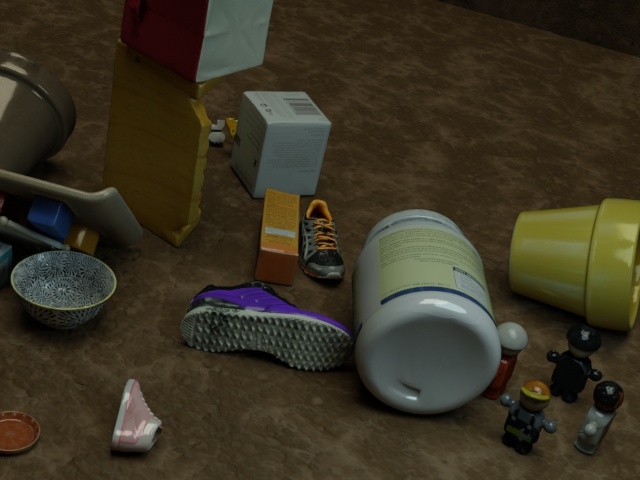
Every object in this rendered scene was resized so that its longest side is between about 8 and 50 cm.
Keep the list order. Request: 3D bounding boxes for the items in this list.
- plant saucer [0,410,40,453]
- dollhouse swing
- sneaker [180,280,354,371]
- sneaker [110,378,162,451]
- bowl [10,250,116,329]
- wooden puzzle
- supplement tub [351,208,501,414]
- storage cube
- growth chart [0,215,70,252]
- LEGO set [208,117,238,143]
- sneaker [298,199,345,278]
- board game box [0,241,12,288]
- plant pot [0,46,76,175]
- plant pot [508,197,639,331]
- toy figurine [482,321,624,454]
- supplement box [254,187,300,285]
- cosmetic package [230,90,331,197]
[{"bbox_3d":[-0.448,0.278,1.525,0.084,0.013,0.083,10,31,-6],"label":"plant saucer"},{"bbox_3d":[-0.253,-0.234,2.104,0.315,0.346,0.305,31,35,28],"label":"dollhouse swing"},{"bbox_3d":[-0.082,0.128,1.813,0.293,0.102,0.146,11,30,-2],"label":"sneaker"},{"bbox_3d":[-0.268,0.265,1.578,0.070,0.051,0.134,11,34,-6],"label":"sneaker"},{"bbox_3d":[-0.430,0.095,1.763,0.170,0.080,0.170,10,31,-6],"label":"bowl"},{"bbox_3d":[-0.506,-0.048,1.837,0.348,0.080,0.322,10,-14,2],"label":"wooden puzzle"},{"bbox_3d":[0.172,0.111,1.804,0.236,0.235,0.324,9,31,-5],"label":"supplement tub"},{"bbox_3d":[-0.218,-0.414,1.895,0.193,0.183,0.215,31,35,26],"label":"storage cube"},{"bbox_3d":[-0.564,-0.017,1.833,0.237,0.021,0.172,7,-15,32],"label":"growth chart"},{"bbox_3d":[-0.157,-0.226,2.393,0.227,0.093,0.087,1,1,-9],"label":"LEGO set"},{"bbox_3d":[0.000,0.000,2.071,0.084,0.083,0.215,2,34,-19],"label":"sneaker"},{"bbox_3d":[-0.725,0.045,1.741,0.336,0.079,0.254,18,31,9],"label":"board game box"},{"bbox_3d":[-0.633,-0.205,2.050,0.263,0.263,0.229,13,48,1],"label":"plant pot"},{"bbox_3d":[0.500,0.035,2.058,0.239,0.254,0.254,8,28,21],"label":"plant pot"},{"bbox_3d":[0.385,0.240,1.755,0.213,0.148,0.209,6,32,-12],"label":"toy figurine"},{"bbox_3d":[-0.082,-0.010,2.063,0.080,0.078,0.233,8,32,-7],"label":"supplement box"},{"bbox_3d":[-0.089,-0.207,2.275,0.152,0.183,0.151,-3,34,-26],"label":"cosmetic package"}]
